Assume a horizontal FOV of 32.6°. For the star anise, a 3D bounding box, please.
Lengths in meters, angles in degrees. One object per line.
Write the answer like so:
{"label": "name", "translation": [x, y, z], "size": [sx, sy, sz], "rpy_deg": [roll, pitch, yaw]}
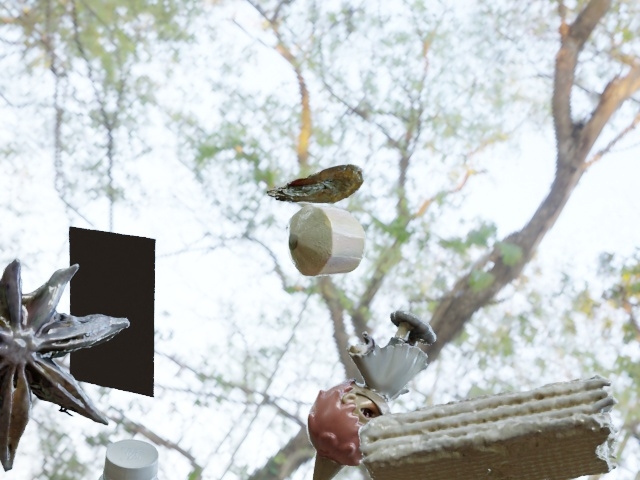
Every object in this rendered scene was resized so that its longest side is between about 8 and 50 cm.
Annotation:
{"label": "star anise", "translation": [-0.259, 0.102, 0.929], "size": [0.061, 0.204, 0.181], "rpy_deg": [-1, -66, 56]}

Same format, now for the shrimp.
{"label": "shrimp", "translation": [-0.009, -0.101, 1.986], "size": [0.101, 0.190, 0.042], "rpy_deg": [102, -27, -50]}

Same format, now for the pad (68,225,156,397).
{"label": "pad", "translation": [-0.384, 0.130, 2.015], "size": [0.202, 0.005, 0.300], "rpy_deg": [8, -77, 27]}

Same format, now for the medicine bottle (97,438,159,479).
{"label": "medicine bottle", "translation": [-0.239, 0.318, 1.356], "size": [0.080, 0.080, 0.130], "rpy_deg": [19, -68, 26]}

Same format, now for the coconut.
{"label": "coconut", "translation": [0.000, 0.000, 1.739], "size": [0.122, 0.116, 0.116], "rpy_deg": [2, -3, -44]}

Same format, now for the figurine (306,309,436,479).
{"label": "figurine", "translation": [0.077, 0.307, 2.014], "size": [0.166, 0.387, 0.207], "rpy_deg": [23, -19, 30]}

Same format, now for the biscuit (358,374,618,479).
{"label": "biscuit", "translation": [0.159, 0.189, 1.016], "size": [0.238, 0.062, 0.108], "rpy_deg": [-13, -37, 12]}
